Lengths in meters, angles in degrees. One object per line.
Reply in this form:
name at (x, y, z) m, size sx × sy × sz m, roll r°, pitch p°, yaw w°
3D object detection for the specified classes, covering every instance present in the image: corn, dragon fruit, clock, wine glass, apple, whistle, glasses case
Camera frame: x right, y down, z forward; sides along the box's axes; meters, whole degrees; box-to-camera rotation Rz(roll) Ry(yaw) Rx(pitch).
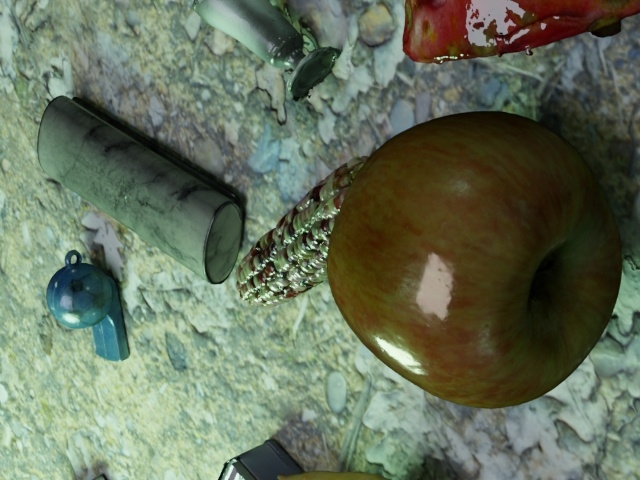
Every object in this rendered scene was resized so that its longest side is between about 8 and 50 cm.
corn at (0.000, 0.000, 1.840) m, size 0.092 × 0.092 × 0.280 m, roll 60°, pitch 143°, yaw 7°
dragon fruit at (0.138, -0.258, 1.527) m, size 0.262 × 0.134 × 0.211 m, roll -8°, pitch 99°, yaw 49°
clock at (-0.067, 0.346, 2.088) m, size 0.144 × 0.073 × 0.193 m, roll 46°, pitch 136°, yaw 22°
wine glass at (-0.056, -0.214, 1.809) m, size 0.155 × 0.072 × 0.072 m, roll 43°, pitch 135°, yaw 23°
apple at (0.129, 0.013, 1.579) m, size 0.264 × 0.264 × 0.264 m, roll 23°, pitch 124°, yaw 39°
whistle at (-0.293, 0.085, 2.199) m, size 0.090 × 0.090 × 0.157 m, roll 11°, pitch 116°, yaw 44°
glasses case at (-0.212, -0.060, 2.057) m, size 0.299 × 0.060 × 0.114 m, roll 32°, pitch 127°, yaw 33°

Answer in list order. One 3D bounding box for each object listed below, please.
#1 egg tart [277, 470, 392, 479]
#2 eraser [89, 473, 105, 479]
egg tart at (0.044, 0.401, 1.902) m, size 0.352 × 0.150 × 0.351 m, roll 2°, pitch 93°, yaw 31°
eraser at (-0.281, 0.430, 2.379) m, size 0.095 × 0.052 × 0.225 m, roll -28°, pitch 87°, yaw 48°
